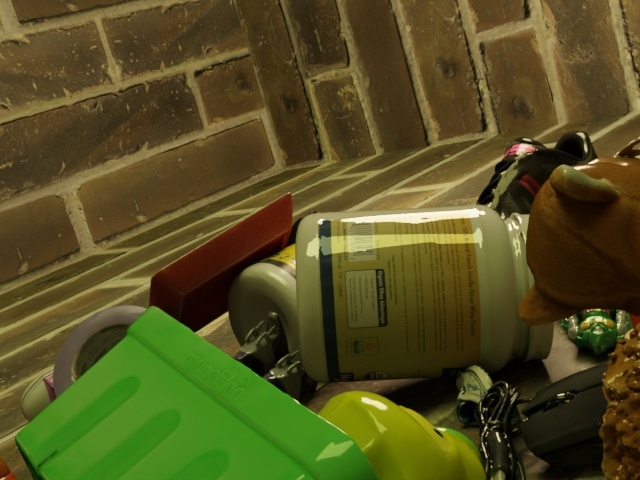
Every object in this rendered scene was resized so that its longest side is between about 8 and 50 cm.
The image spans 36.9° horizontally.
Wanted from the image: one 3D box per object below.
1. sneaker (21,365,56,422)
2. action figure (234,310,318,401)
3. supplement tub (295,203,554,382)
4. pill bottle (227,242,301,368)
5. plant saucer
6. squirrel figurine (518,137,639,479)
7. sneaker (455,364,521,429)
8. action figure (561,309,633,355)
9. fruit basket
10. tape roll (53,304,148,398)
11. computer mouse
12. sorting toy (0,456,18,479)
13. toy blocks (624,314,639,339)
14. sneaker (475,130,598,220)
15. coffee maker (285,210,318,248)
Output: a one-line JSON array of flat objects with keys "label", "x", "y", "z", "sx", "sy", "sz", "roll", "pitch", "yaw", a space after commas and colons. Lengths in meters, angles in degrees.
[{"label": "sneaker", "x": -0.333, "y": 0.236, "z": 1.496, "sx": 0.282, "sy": 0.102, "sz": 0.161, "roll": -18, "pitch": 15, "yaw": -8}, {"label": "action figure", "x": -0.134, "y": 0.211, "z": 1.294, "sx": 0.185, "sy": 0.099, "sz": 0.285, "roll": 28, "pitch": 40, "yaw": 32}, {"label": "supplement tub", "x": 0.132, "y": 0.068, "z": 1.262, "sx": 0.316, "sy": 0.228, "sz": 0.228, "roll": -3, "pitch": 13, "yaw": 3}, {"label": "pill bottle", "x": 0.029, "y": 0.074, "z": 1.539, "sx": 0.188, "sy": 0.187, "sz": 0.334, "roll": -4, "pitch": 17, "yaw": 46}, {"label": "plant saucer", "x": -0.152, "y": 0.060, "z": 1.519, "sx": 0.259, "sy": 0.047, "sz": 0.258, "roll": -32, "pitch": -17, "yaw": -24}, {"label": "squirrel figurine", "x": 0.353, "y": 0.057, "z": 0.815, "sx": 0.371, "sy": 0.281, "sz": 0.397, "roll": 16, "pitch": 48, "yaw": 10}, {"label": "sneaker", "x": 0.183, "y": 0.189, "z": 1.140, "sx": 0.058, "sy": 0.052, "sz": 0.135, "roll": -23, "pitch": 12, "yaw": -10}, {"label": "action figure", "x": 0.375, "y": 0.096, "z": 1.301, "sx": 0.137, "sy": 0.063, "sz": 0.232, "roll": -9, "pitch": 17, "yaw": 16}, {"label": "fruit basket", "x": -0.015, "y": 0.206, "z": 0.806, "sx": 0.392, "sy": 0.282, "sz": 0.392, "roll": -13, "pitch": 24, "yaw": 6}, {"label": "tape roll", "x": -0.288, "y": 0.195, "z": 1.405, "sx": 0.189, "sy": 0.080, "sz": 0.189, "roll": -6, "pitch": 58, "yaw": 10}, {"label": "computer mouse", "x": 0.281, "y": 0.174, "z": 0.963, "sx": 0.272, "sy": 0.072, "sz": 0.188, "roll": -10, "pitch": 24, "yaw": 17}, {"label": "sorting toy", "x": -0.501, "y": 0.298, "z": 1.335, "sx": 0.127, "sy": 0.126, "sz": 0.366, "roll": -12, "pitch": 8, "yaw": -30}, {"label": "toy blocks", "x": 0.406, "y": 0.082, "z": 1.093, "sx": 0.123, "sy": 0.148, "sz": 0.054, "roll": -12, "pitch": 12, "yaw": 16}, {"label": "sneaker", "x": 0.355, "y": -0.080, "z": 1.777, "sx": 0.483, "sy": 0.202, "sz": 0.185, "roll": -26, "pitch": 14, "yaw": -39}, {"label": "coffee maker", "x": 0.000, "y": 0.000, "z": 1.966, "sx": 0.120, "sy": 0.171, "sz": 0.178, "roll": -39, "pitch": 19, "yaw": -22}]
